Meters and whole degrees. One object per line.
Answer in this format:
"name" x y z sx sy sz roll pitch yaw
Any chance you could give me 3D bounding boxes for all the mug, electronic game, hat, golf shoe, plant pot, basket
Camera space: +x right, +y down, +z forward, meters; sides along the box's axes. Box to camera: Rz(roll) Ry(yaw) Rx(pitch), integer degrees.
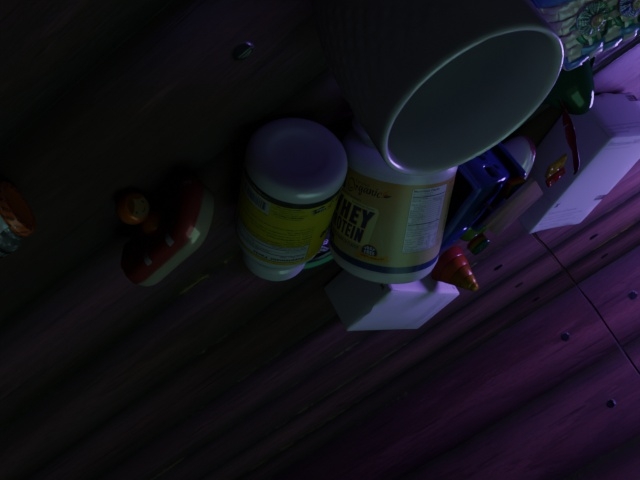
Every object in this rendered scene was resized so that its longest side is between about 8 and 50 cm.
"mug" 0.168 -0.304 1.083 0.374 0.328 0.276 0 143 -44
"electronic game" 0.000 0.000 1.780 0.229 0.048 0.229 -23 154 -12
"hat" 0.590 -0.302 1.656 0.173 0.183 0.208 -31 154 5
"golf shoe" 0.401 -0.145 1.841 0.140 0.115 0.306 5 137 -43
"plant pot" 0.288 -0.139 1.615 0.212 0.236 0.236 -17 152 -37
"basket" 0.432 -0.454 1.223 0.255 0.201 0.289 -27 113 0

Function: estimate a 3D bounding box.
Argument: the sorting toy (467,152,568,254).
"sorting toy" 0.394 -0.084 1.525 0.274 0.046 0.132 -44 158 12

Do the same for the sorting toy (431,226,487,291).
"sorting toy" 0.452 -0.001 2.032 0.127 0.126 0.365 2 125 -49

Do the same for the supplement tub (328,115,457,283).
"supplement tub" 0.142 -0.099 1.451 0.228 0.228 0.316 -12 124 -30

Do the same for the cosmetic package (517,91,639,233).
"cosmetic package" 0.683 -0.202 1.956 0.217 0.156 0.385 -11 150 -27

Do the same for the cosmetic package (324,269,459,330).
"cosmetic package" 0.212 0.147 2.126 0.197 0.155 0.365 -43 149 26

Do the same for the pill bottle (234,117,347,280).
"pill bottle" -0.069 -0.064 1.442 0.188 0.188 0.334 -17 152 -22

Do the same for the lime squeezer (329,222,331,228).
"lime squeezer" 0.123 -0.057 1.745 0.059 0.110 0.310 2 174 30

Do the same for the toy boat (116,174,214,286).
"toy boat" -0.305 -0.035 1.356 0.231 0.151 0.151 -39 123 21

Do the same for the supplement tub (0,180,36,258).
"supplement tub" -0.553 -0.009 1.153 0.190 0.117 0.117 -28 154 0
